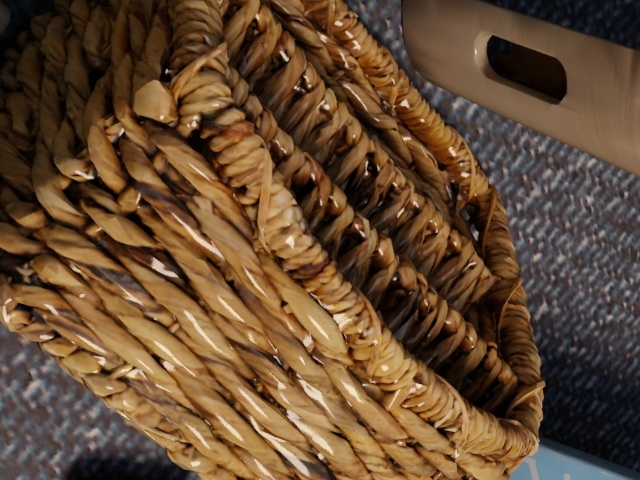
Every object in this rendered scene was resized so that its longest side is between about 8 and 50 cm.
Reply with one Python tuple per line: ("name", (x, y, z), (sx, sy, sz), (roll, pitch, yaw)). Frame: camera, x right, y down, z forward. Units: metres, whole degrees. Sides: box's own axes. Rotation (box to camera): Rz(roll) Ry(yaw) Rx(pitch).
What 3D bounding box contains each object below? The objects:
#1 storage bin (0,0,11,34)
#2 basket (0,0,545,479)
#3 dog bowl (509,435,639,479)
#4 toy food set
("storage bin", (-0.194, -0.080, 0.476), (0.135, 0.098, 0.091), (-55, 136, 0))
("basket", (0.000, 0.000, 0.544), (0.223, 0.213, 0.299), (-47, 126, -5))
("dog bowl", (0.160, 0.172, 0.752), (0.297, 0.166, 0.074), (24, 85, -35))
("toy food set", (0.220, -0.084, 0.636), (0.306, 0.220, 0.092), (6, 107, -32))
